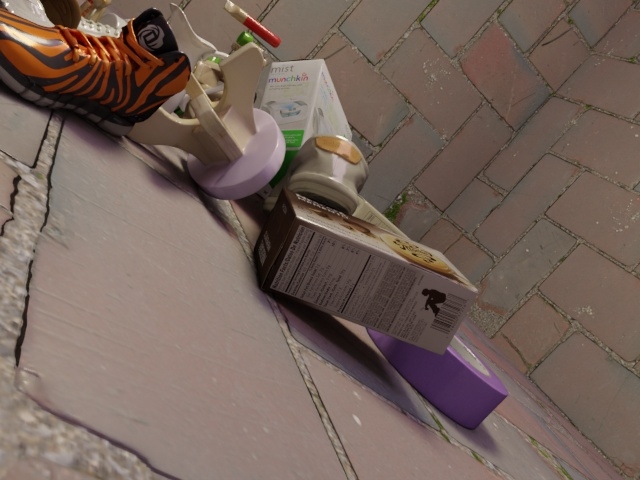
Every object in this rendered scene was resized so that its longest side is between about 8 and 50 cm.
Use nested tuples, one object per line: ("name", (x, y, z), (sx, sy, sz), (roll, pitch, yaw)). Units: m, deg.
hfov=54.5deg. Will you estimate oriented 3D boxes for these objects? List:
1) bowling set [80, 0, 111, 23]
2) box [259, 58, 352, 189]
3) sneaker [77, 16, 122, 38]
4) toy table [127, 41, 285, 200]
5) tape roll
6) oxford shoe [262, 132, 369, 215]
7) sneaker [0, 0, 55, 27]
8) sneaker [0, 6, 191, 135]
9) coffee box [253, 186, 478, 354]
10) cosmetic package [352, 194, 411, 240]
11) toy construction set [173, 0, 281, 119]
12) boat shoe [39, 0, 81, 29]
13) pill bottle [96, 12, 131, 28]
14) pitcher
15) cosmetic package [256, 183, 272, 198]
("bowling set", (-0.591, -0.607, 1.475), (0.200, 0.154, 0.287), (38, 8, -30))
("box", (-0.035, -0.214, 1.345), (0.126, 0.231, 0.262), (2, -27, 19))
("sneaker", (-0.451, -0.435, 1.342), (0.290, 0.123, 0.106), (34, 13, -40))
("toy table", (-0.179, -0.198, 1.046), (0.274, 0.252, 0.161), (38, -15, 50))
("tape roll", (0.213, 0.215, 1.152), (0.275, 0.090, 0.275), (41, 8, -7))
("oxford shoe", (-0.009, -0.091, 1.182), (0.169, 0.130, 0.449), (19, -11, -8))
("sneaker", (-0.445, -0.321, 0.920), (0.212, 0.080, 0.094), (41, 17, -16))
("sneaker", (-0.293, -0.256, 0.825), (0.125, 0.180, 0.321), (61, 12, 10))
("coffee box", (0.060, 0.043, 0.939), (0.297, 0.119, 0.168), (22, 14, -15))
("cosmetic package", (0.180, 0.011, 1.904), (0.296, 0.153, 0.129), (41, 6, -20))
("toy construction set", (-0.261, -0.360, 1.299), (0.237, 0.309, 0.257), (32, 4, -30))
("boat shoe", (-0.538, -0.442, 0.969), (0.342, 0.123, 0.123), (24, 19, -47))
("pill bottle", (-0.436, -0.447, 1.492), (0.117, 0.117, 0.215), (47, 9, 33))
("pitcher", (-0.273, -0.303, 1.160), (0.177, 0.207, 0.125), (39, 8, -20))
("cosmetic package", (-0.138, -0.191, 1.565), (0.085, 0.117, 0.231), (37, 10, -42))
